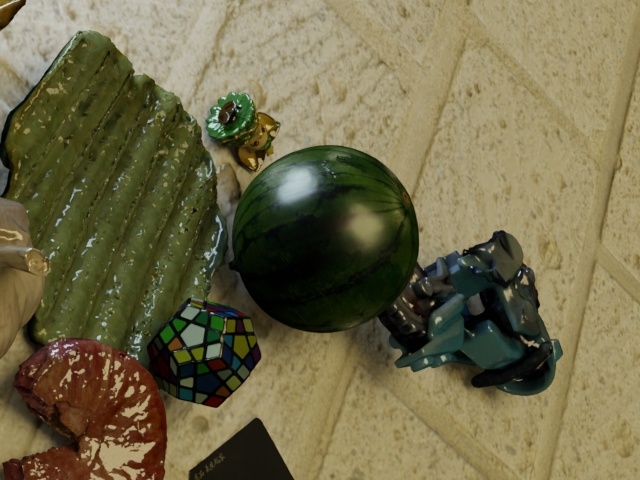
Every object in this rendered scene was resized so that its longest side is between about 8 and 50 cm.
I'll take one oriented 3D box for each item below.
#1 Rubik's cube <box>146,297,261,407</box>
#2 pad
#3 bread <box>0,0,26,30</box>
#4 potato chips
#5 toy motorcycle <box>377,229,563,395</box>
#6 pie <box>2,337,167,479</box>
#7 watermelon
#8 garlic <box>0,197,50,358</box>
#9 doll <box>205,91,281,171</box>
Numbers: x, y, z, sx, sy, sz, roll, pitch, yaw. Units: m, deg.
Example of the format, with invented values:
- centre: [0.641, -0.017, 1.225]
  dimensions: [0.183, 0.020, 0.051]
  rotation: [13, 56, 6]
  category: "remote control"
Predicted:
- centre: [-0.135, 0.130, 1.960]
  dimensions: [0.133, 0.133, 0.112]
  rotation: [37, 21, -30]
  category: "Rubik's cube"
- centre: [-0.093, 0.297, 2.075]
  dimensions: [0.157, 0.003, 0.112]
  rotation: [-36, 99, -49]
  category: "pad"
- centre: [-0.453, -0.320, 1.879]
  dimensions: [0.253, 0.142, 0.227]
  rotation: [39, 48, -25]
  category: "bread"
- centre: [-0.245, -0.035, 2.013]
  dimensions: [0.358, 0.070, 0.429]
  rotation: [46, 46, -32]
  category: "potato chips"
- centre: [0.218, 0.115, 2.373]
  dimensions: [0.416, 0.172, 0.232]
  rotation: [-2, 66, -57]
  category: "toy motorcycle"
- centre: [-0.258, 0.215, 1.862]
  dimensions: [0.204, 0.054, 0.218]
  rotation: [-1, 83, -39]
  category: "pie"
- centre: [0.005, -0.002, 2.140]
  dimensions: [0.242, 0.242, 0.242]
  rotation: [23, 55, -39]
  category: "watermelon"
- centre: [-0.357, 0.024, 1.760]
  dimensions: [0.218, 0.212, 0.218]
  rotation: [19, 64, -45]
  category: "garlic"
- centre: [-0.107, -0.147, 2.250]
  dimensions: [0.078, 0.077, 0.113]
  rotation: [-65, 154, -14]
  category: "doll"
